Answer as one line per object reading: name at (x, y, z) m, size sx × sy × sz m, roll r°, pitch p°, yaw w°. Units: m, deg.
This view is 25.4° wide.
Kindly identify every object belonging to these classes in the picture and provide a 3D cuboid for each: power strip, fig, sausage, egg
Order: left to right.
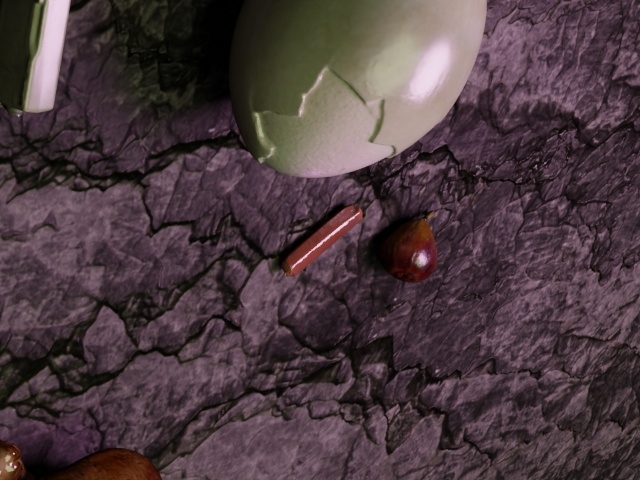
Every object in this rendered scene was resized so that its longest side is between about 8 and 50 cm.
power strip at (-0.295, -0.266, 1.470) m, size 0.048 × 0.080 × 0.286 m, roll -12°, pitch 122°, yaw -48°
sausage at (0.000, 0.000, 1.989) m, size 0.147 × 0.035 × 0.030 m, roll -39°, pitch 157°, yaw -18°
egg at (0.034, -0.224, 1.680) m, size 0.278 × 0.278 × 0.336 m, roll 26°, pitch 100°, yaw -51°
fig at (0.140, -0.001, 2.109) m, size 0.089 × 0.089 × 0.125 m, roll 51°, pitch 51°, yaw -50°

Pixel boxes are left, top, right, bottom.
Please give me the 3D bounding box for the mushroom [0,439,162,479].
mushroom at (-0.345, 0.408, 1.774) m, size 0.345 × 0.239 × 0.345 m, roll -14°, pitch 141°, yaw -12°
